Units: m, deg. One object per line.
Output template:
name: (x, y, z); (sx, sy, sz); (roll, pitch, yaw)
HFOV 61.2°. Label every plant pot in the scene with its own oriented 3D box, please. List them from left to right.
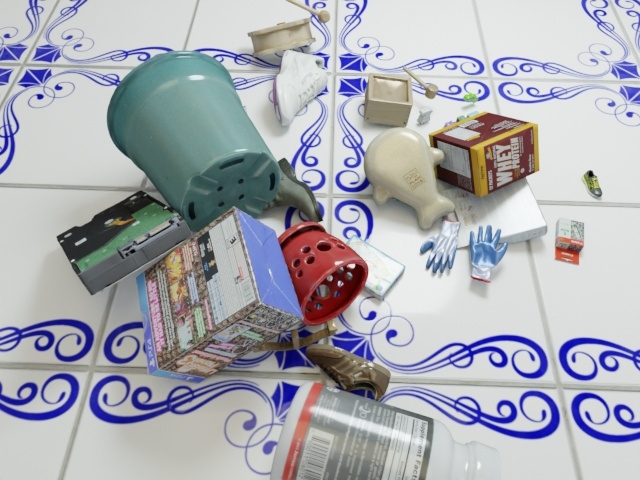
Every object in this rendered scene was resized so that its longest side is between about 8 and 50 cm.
plant pot: (-0.282, -0.212, 1.288); (0.341, 0.341, 0.334); (-27, 58, -18)
plant pot: (-0.017, 0.064, 1.199); (0.191, 0.191, 0.174); (-33, 58, -21)

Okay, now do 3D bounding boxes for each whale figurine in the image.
whale figurine: (0.229, -0.158, 1.406); (0.216, 0.141, 0.272); (-37, 84, 1)

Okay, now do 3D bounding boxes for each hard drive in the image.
hard drive: (-0.451, -0.008, 1.219); (0.237, 0.064, 0.339); (-34, 28, -21)

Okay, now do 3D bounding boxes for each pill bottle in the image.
pill bottle: (0.111, 0.399, 0.956); (0.362, 0.210, 0.210); (15, 57, 9)

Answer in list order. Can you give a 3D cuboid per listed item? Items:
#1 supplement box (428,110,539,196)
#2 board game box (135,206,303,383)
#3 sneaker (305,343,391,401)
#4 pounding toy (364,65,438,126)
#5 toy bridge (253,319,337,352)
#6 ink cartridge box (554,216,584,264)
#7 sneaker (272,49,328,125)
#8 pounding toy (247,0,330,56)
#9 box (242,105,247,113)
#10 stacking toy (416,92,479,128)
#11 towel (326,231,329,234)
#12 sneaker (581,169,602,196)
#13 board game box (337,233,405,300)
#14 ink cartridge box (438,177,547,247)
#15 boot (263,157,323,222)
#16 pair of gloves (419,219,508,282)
supplement box: (0.419, -0.228, 1.394); (0.191, 0.129, 0.194); (-24, 30, -16)
board game box: (-0.214, 0.118, 1.106); (0.291, 0.141, 0.232); (-33, 55, 19)
sneaker: (0.050, 0.274, 1.128); (0.188, 0.066, 0.071); (16, 58, 11)
pounding toy: (0.237, -0.425, 1.600); (0.206, 0.094, 0.181); (7, 53, -3)
toy bridge: (-0.054, 0.213, 1.170); (0.188, 0.063, 0.026); (-11, 56, -7)
ink cartridge box: (0.619, 0.000, 1.345); (0.062, 0.029, 0.115); (14, 56, 8)
sneaker: (-0.058, -0.461, 1.605); (0.152, 0.114, 0.305); (6, 55, 4)
pounding toy: (-0.104, -0.686, 1.714); (0.269, 0.155, 0.154); (-13, 22, 4)
box: (-0.296, -0.330, 1.556); (0.178, 0.042, 0.109); (-8, 57, -6)
stacking toy: (0.410, -0.336, 1.567); (0.221, 0.052, 0.167); (-22, 60, -17)
towel: (0.000, 0.000, 1.351); (0.060, 0.009, 0.083); (-29, 60, -18)
sneaker: (0.728, -0.153, 1.448); (0.031, 0.035, 0.083); (-13, 56, -8)
board game box: (0.111, 0.063, 1.298); (0.154, 0.026, 0.103); (33, 61, 20)
ink cartridge box: (0.435, -0.071, 1.394); (0.232, 0.066, 0.189); (-17, 55, 13)
boot: (-0.109, -0.099, 1.386); (0.161, 0.083, 0.246); (-30, 53, -11)
pair of gloves: (0.345, 0.020, 1.312); (0.198, 0.023, 0.159); (13, 61, 19)
